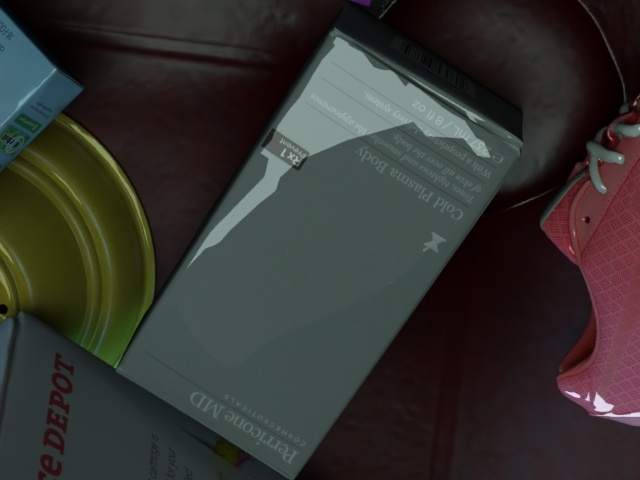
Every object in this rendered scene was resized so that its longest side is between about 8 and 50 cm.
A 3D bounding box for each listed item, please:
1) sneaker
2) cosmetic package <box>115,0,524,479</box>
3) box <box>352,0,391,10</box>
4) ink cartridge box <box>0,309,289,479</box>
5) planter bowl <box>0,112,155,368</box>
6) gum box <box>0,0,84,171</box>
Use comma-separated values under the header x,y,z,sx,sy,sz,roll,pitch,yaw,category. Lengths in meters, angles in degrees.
x,y,z,sx,sy,sz,roll,pitch,yaw,category
0.187,-0.034,1.030,0.136,0.116,0.313,4,108,10,sneaker
0.000,0.000,1.078,0.127,0.107,0.238,31,106,-4,cosmetic package
-0.023,-0.206,1.057,0.162,0.029,0.116,18,109,5,box
-0.087,0.211,1.050,0.306,0.226,0.131,34,115,-20,ink cartridge box
-0.213,0.024,1.126,0.217,0.090,0.217,3,107,9,planter bowl
-0.249,-0.076,1.072,0.184,0.041,0.157,-45,70,4,gum box
